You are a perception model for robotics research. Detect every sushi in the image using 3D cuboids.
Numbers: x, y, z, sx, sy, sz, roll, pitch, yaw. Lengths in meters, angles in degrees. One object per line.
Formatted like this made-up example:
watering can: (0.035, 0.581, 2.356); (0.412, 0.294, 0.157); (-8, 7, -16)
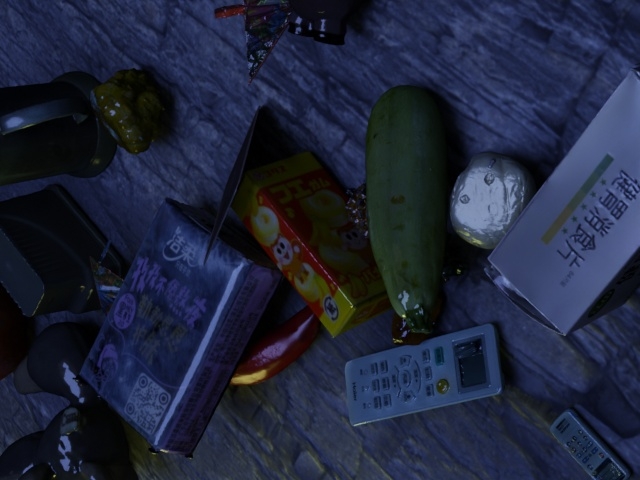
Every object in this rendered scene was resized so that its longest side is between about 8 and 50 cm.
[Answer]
sushi: (0.146, 0.105, 1.722); (0.052, 0.055, 0.120); (24, 98, 53)

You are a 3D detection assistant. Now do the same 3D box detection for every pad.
pad: (-0.136, -0.089, 1.813); (0.002, 0.266, 0.176); (21, 121, -8)

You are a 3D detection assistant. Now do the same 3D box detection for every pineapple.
pineapple: (0.113, -0.009, 1.693); (0.221, 0.103, 0.083); (42, 124, 26)

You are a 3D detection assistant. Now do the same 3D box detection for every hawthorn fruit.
hawthorn fruit: (-0.715, 0.197, 2.374); (0.235, 0.263, 0.231); (-18, 112, 15)

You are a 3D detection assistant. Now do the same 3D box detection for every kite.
kite: (-0.349, 0.092, 2.112); (0.183, 0.010, 0.160); (36, 119, -7)
kite: (-0.100, -0.361, 1.845); (0.189, 0.009, 0.232); (3, 103, 40)

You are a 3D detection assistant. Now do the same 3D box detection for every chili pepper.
chili pepper: (-0.125, 0.175, 1.967); (0.369, 0.092, 0.137); (-8, 77, 35)

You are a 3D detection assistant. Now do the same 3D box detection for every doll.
doll: (0.009, -0.414, 1.669); (0.182, 0.117, 0.257); (25, 119, 40)
doll: (-0.504, 0.384, 2.284); (0.382, 0.252, 0.378); (-28, 51, 38)

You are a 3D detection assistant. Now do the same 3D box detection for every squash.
squash: (0.118, -0.043, 1.596); (0.118, 0.118, 0.370); (-21, 60, 42)

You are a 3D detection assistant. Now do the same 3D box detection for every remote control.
remote control: (0.369, 0.288, 1.606); (0.124, 0.018, 0.053); (49, 128, 20)
remote control: (0.151, 0.205, 1.746); (0.293, 0.051, 0.103); (-21, 67, 41)

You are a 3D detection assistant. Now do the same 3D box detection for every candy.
candy: (0.000, 0.000, 1.759); (0.276, 0.146, 0.088); (50, 137, 17)

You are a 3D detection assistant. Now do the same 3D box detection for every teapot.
teapot: (-0.525, -0.189, 2.034); (0.270, 0.337, 0.200); (-15, 91, 40)

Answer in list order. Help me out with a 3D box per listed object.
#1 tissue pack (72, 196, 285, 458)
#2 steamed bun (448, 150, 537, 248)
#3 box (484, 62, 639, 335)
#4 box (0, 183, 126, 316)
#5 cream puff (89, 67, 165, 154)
tissue pack: (-0.235, 0.139, 1.931); (0.259, 0.122, 0.361); (33, 100, 39)
steamed bun: (0.238, -0.053, 1.581); (0.113, 0.091, 0.129); (23, 105, 21)
box: (0.366, -0.051, 1.419); (0.145, 0.173, 0.332); (47, 127, 22)
box: (-0.512, 0.031, 2.184); (0.274, 0.178, 0.138); (47, 127, 23)
cream puff: (-0.320, -0.225, 2.004); (0.146, 0.116, 0.146); (44, 164, 16)
